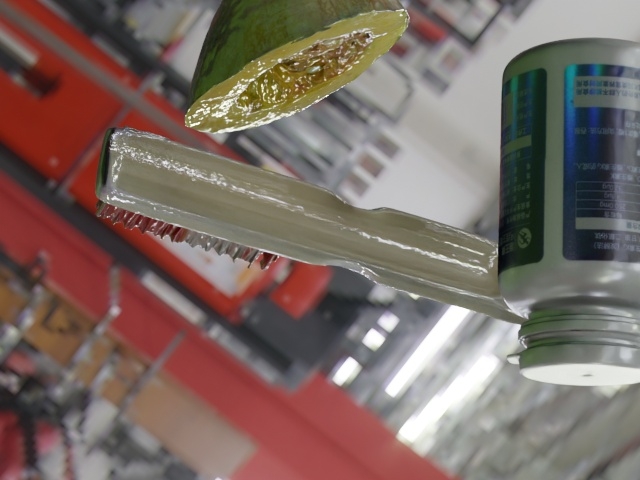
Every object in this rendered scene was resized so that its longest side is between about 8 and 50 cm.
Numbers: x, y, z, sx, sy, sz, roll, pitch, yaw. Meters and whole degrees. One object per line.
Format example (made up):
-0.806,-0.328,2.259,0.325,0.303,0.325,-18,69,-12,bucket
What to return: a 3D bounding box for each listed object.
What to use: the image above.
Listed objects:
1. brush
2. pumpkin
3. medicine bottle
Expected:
0.000,0.000,1.318,0.050,0.321,0.060,129,-29,-51,brush
-0.031,-0.185,1.724,0.217,0.110,0.217,-19,167,-5,pumpkin
0.158,-0.015,1.161,0.107,0.107,0.191,136,-42,-73,medicine bottle
